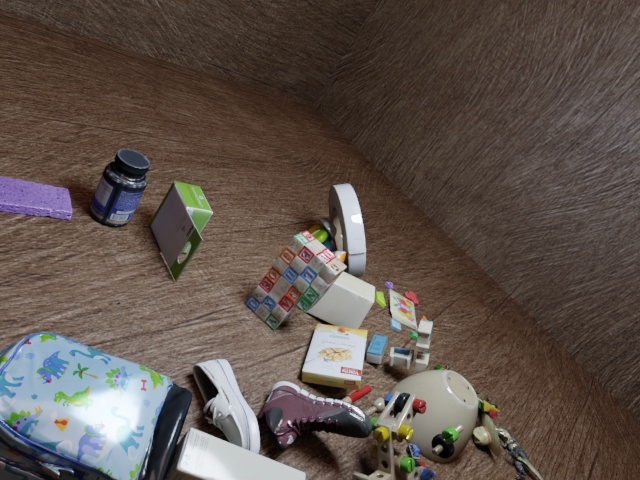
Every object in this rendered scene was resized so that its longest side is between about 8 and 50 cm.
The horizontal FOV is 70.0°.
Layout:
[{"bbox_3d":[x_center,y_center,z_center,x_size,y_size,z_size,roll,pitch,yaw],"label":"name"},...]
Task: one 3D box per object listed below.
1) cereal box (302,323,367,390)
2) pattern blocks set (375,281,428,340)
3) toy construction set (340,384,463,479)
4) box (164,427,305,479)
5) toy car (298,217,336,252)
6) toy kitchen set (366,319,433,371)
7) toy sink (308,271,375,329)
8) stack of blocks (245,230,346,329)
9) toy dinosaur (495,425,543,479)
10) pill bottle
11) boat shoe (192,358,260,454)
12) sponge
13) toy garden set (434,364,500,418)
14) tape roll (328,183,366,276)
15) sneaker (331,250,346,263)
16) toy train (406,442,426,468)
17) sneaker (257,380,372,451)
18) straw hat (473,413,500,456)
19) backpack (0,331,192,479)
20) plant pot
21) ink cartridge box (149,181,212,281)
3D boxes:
[{"bbox_3d":[0.050,0.353,1.415,0.173,0.047,0.240,6,25,7],"label":"cereal box"},{"bbox_3d":[0.357,0.297,1.983,0.286,0.026,0.324,24,29,-23],"label":"pattern blocks set"},{"bbox_3d":[0.151,0.527,1.189,0.237,0.257,0.309,-13,33,-42],"label":"toy construction set"},{"bbox_3d":[-0.174,0.494,0.930,0.275,0.113,0.094,28,28,-14],"label":"box"},{"bbox_3d":[0.000,0.000,1.889,0.136,0.159,0.182,57,-1,-15],"label":"toy car"},{"bbox_3d":[0.274,0.334,1.571,0.207,0.165,0.122,7,20,17],"label":"toy kitchen set"},{"bbox_3d":[0.055,0.196,1.619,0.234,0.152,0.131,25,23,-2],"label":"toy sink"},{"bbox_3d":[-0.079,0.139,1.408,0.171,0.297,0.087,42,25,10],"label":"stack of blocks"},{"bbox_3d":[0.697,0.765,1.600,0.118,0.064,0.268,11,39,-53],"label":"toy dinosaur"},{"bbox_3d":[-0.590,-0.156,1.356,0.123,0.219,0.122,28,27,-16],"label":"pill bottle"},{"bbox_3d":[-0.226,0.387,1.061,0.088,0.096,0.267,6,38,-40],"label":"boat shoe"},{"bbox_3d":[-0.802,-0.118,1.252,0.210,0.031,0.117,8,38,-43],"label":"sponge"},{"bbox_3d":[0.542,0.544,1.673,0.244,0.049,0.204,42,-3,10],"label":"toy garden set"},{"bbox_3d":[0.103,-0.037,1.854,0.072,0.391,0.392,-8,39,-6],"label":"tape roll"},{"bbox_3d":[0.021,0.086,1.758,0.121,0.099,0.262,17,-14,-5],"label":"sneaker"},{"bbox_3d":[0.284,0.652,1.307,0.027,0.036,0.158,22,30,-28],"label":"toy train"},{"bbox_3d":[-0.027,0.464,1.123,0.282,0.106,0.162,12,32,21],"label":"sneaker"},{"bbox_3d":[0.555,0.671,1.568,0.061,0.144,0.144,-8,37,-3],"label":"straw hat"},{"bbox_3d":[-0.428,0.319,0.794,0.356,0.273,0.290,19,36,-7],"label":"backpack"},{"bbox_3d":[0.389,0.527,1.467,0.284,0.190,0.284,28,27,-16],"label":"plant pot"},{"bbox_3d":[-0.409,-0.024,1.400,0.097,0.188,0.255,7,41,-48],"label":"ink cartridge box"}]
